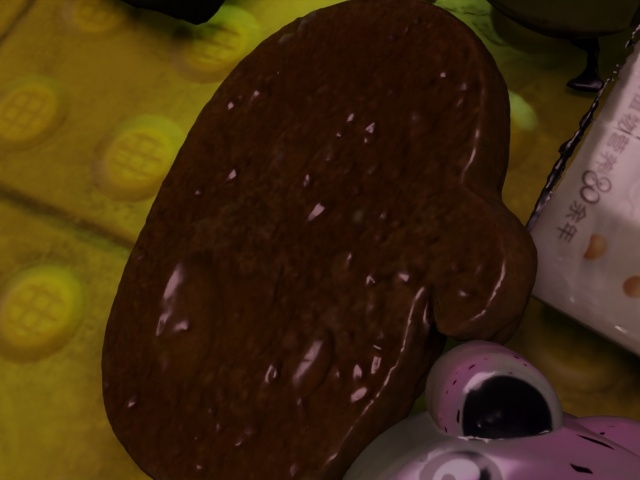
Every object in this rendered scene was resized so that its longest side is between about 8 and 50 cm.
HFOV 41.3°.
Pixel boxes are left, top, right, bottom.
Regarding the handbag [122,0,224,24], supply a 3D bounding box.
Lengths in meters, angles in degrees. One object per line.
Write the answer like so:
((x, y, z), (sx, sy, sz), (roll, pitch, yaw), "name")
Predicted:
((-0.148, -0.378, 0.800), (0.288, 0.152, 0.342), (21, 68, 33), "handbag")

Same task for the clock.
((0.110, 0.191, 0.427), (0.248, 0.090, 0.227), (42, 89, -4), "clock")

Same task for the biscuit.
((0.001, 0.001, 0.565), (0.314, 0.063, 0.367), (11, 72, 40), "biscuit")

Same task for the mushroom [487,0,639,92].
((0.191, -0.259, 0.602), (0.362, 0.294, 0.362), (11, 30, -6), "mushroom")

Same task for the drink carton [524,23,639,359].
((0.296, 0.020, 0.481), (0.325, 0.132, 0.194), (32, 99, 24), "drink carton")
